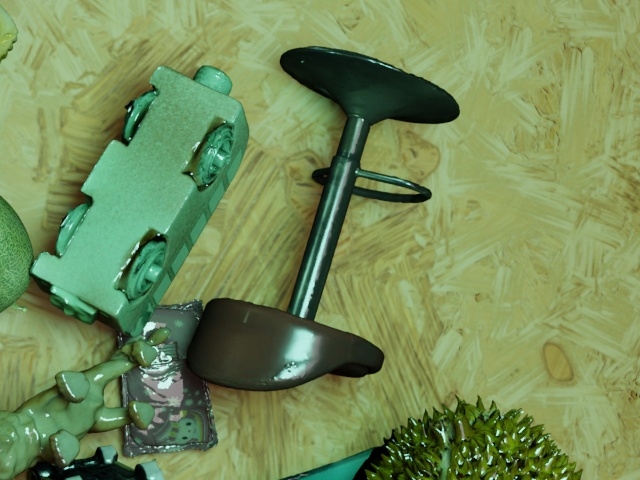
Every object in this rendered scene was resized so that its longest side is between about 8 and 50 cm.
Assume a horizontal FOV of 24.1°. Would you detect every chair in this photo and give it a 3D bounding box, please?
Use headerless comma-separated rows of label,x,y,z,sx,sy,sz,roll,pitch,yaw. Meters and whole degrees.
chair,0.000,0.000,1.736,0.227,0.226,0.401,22,79,-19

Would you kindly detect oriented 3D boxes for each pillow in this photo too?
pillow,-0.183,0.157,1.745,0.118,0.043,0.185,-4,91,-18

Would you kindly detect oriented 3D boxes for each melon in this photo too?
melon,-0.384,0.010,1.622,0.139,0.139,0.192,-44,110,-19

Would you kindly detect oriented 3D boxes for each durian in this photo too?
durian,0.162,0.374,1.654,0.348,0.347,0.384,-11,106,-22

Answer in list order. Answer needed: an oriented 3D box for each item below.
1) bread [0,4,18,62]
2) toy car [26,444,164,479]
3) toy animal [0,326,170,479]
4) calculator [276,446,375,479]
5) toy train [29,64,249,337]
bread,-0.452,-0.166,1.602,0.288,0.119,0.152,-54,127,-15
toy car,-0.238,0.293,1.600,0.101,0.257,0.124,-9,93,-23
toy animal,-0.287,0.188,1.608,0.312,0.158,0.097,-26,98,-63
calculator,0.006,0.400,1.797,0.248,0.058,0.274,-19,93,-23
toy train,-0.190,-0.045,1.684,0.129,0.159,0.326,26,73,10
